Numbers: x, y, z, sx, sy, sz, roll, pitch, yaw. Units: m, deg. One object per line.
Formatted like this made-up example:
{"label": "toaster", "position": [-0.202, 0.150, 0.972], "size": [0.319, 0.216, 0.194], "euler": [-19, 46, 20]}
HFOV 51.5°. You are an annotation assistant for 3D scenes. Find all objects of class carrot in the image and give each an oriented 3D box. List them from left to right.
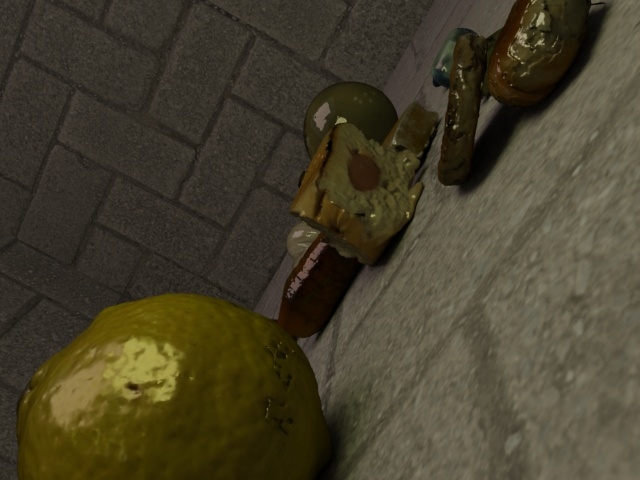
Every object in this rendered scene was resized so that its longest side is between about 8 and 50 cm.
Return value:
{"label": "carrot", "position": [0.016, 0.050, 1.290], "size": [0.302, 0.114, 0.114], "euler": [-59, 6, 13]}

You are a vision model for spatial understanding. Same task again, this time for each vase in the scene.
{"label": "vase", "position": [0.074, -0.205, 1.681], "size": [0.329, 0.240, 0.302], "euler": [68, -150, -60]}

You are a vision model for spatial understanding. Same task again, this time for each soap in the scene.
{"label": "soap", "position": [0.144, -0.157, 1.339], "size": [0.140, 0.073, 0.232], "euler": [-60, 3, -35]}

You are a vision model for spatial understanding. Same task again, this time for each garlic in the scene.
{"label": "garlic", "position": [0.000, 0.000, 1.545], "size": [0.229, 0.143, 0.178], "euler": [-54, -1, -34]}

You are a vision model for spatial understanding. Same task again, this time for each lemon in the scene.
{"label": "lemon", "position": [-0.177, 0.235, 0.796], "size": [0.350, 0.387, 0.350], "euler": [-171, 90, -88]}

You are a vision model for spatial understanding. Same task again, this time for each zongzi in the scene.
{"label": "zongzi", "position": [0.266, -0.275, 1.001], "size": [0.113, 0.052, 0.104], "euler": [-38, 28, 42]}

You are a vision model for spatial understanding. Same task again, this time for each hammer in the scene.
{"label": "hammer", "position": [0.257, -0.346, 1.331], "size": [0.116, 0.069, 0.194], "euler": [-62, 1, -3]}

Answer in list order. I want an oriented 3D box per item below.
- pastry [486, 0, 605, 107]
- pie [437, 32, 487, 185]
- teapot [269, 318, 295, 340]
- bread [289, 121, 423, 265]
{"label": "pastry", "position": [0.239, -0.219, 0.739], "size": [0.153, 0.081, 0.153], "euler": [-60, 10, 17]}
{"label": "pie", "position": [0.180, -0.161, 0.844], "size": [0.195, 0.046, 0.195], "euler": [8, -90, -78]}
{"label": "teapot", "position": [-0.114, 0.243, 1.584], "size": [0.116, 0.116, 0.173], "euler": [-60, -21, 7]}
{"label": "bread", "position": [0.068, -0.083, 1.100], "size": [0.224, 0.183, 0.211], "euler": [-64, 7, -1]}
